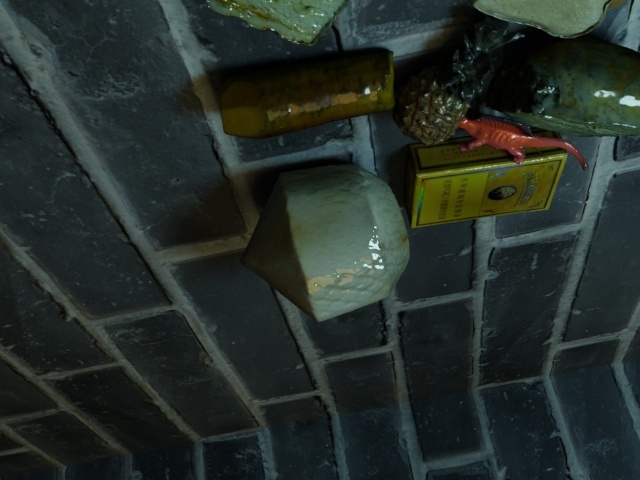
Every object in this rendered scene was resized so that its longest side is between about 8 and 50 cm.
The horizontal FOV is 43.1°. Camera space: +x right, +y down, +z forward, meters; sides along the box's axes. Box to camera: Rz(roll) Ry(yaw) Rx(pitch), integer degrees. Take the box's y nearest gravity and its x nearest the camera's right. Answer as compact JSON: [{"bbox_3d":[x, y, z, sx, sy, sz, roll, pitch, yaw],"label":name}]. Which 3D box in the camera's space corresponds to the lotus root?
[{"bbox_3d":[0.418,-0.261,1.374,0.260,0.149,0.267,9,-177,-16],"label":"lotus root"}]

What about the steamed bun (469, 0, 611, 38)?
[{"bbox_3d":[0.358,-0.395,1.189,0.231,0.111,0.212,8,167,-32],"label":"steamed bun"}]

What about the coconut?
[{"bbox_3d":[0.000,0.000,1.575,0.328,0.329,0.329,-7,149,-4],"label":"coconut"}]

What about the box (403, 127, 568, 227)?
[{"bbox_3d":[0.326,-0.125,1.645,0.301,0.084,0.193,-8,149,-2],"label":"box"}]

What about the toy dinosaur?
[{"bbox_3d":[0.369,-0.194,1.484,0.286,0.070,0.139,16,167,6],"label":"toy dinosaur"}]

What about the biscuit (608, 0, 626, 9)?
[{"bbox_3d":[0.492,-0.446,1.226,0.162,0.035,0.250,2,149,-10],"label":"biscuit"}]

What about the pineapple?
[{"bbox_3d":[0.225,-0.273,1.350,0.128,0.128,0.248,11,139,-30],"label":"pineapple"}]

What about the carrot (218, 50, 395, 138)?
[{"bbox_3d":[-0.018,-0.240,1.345,0.301,0.114,0.114,-10,149,0],"label":"carrot"}]

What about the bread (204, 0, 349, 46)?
[{"bbox_3d":[-0.066,-0.361,1.163,0.232,0.088,0.128,10,153,-39],"label":"bread"}]
